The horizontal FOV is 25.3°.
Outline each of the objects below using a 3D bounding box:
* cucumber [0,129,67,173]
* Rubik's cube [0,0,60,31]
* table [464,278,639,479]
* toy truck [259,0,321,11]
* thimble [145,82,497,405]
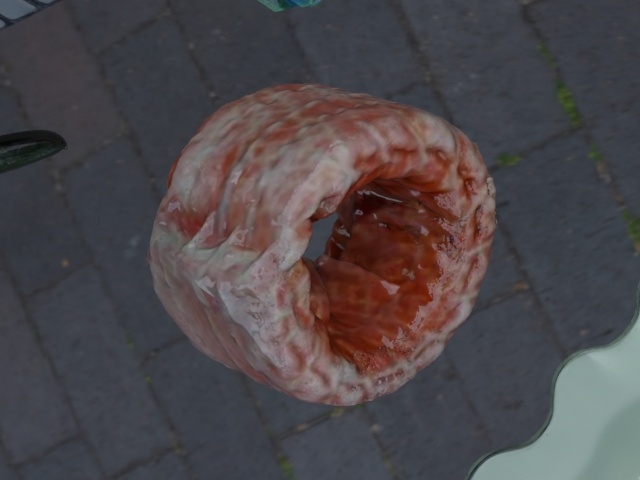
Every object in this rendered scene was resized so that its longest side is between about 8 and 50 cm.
[{"bbox_3d":[-0.305,-0.066,1.239,0.036,0.184,0.033,54,150,23],"label":"cucumber"},{"bbox_3d":[-0.267,-0.334,1.114,0.238,0.237,0.237,-19,56,41],"label":"Rubik's cube"},{"bbox_3d":[0.192,0.121,0.799,0.166,0.166,0.198,40,87,17],"label":"table"},{"bbox_3d":[-0.084,-0.255,0.797,0.279,0.156,0.155,33,105,-10],"label":"toy truck"},{"bbox_3d":[0.000,0.000,1.075,0.162,0.239,0.239,25,110,47],"label":"thimble"}]
